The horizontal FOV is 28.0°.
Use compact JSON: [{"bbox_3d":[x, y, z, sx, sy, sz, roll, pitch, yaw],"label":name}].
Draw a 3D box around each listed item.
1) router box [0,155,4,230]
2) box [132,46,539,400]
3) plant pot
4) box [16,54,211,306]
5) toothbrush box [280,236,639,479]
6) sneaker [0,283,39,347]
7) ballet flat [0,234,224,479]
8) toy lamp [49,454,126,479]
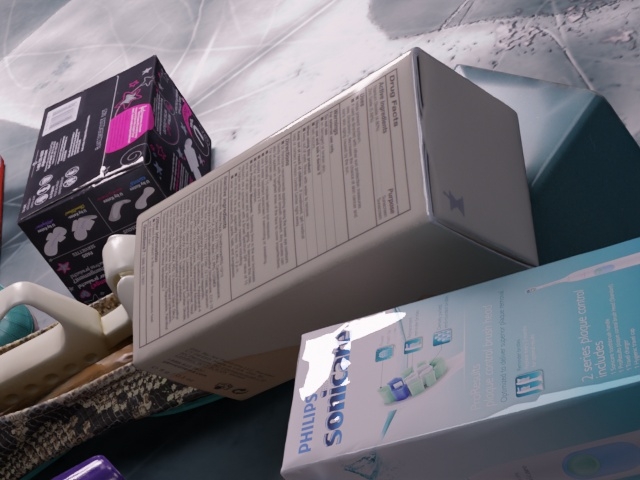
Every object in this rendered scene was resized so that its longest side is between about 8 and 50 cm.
[{"bbox_3d":[-0.578,0.014,1.660,0.335,0.082,0.301,-27,33,6],"label":"router box"},{"bbox_3d":[0.000,0.000,0.969,0.311,0.121,0.148,-26,53,38],"label":"box"},{"bbox_3d":[0.139,0.008,1.036,0.165,0.166,0.234,22,71,51],"label":"plant pot"},{"bbox_3d":[-0.223,-0.067,1.437,0.163,0.142,0.247,-24,32,12],"label":"box"},{"bbox_3d":[0.155,0.134,0.805,0.295,0.216,0.126,-16,35,20],"label":"toothbrush box"},{"bbox_3d":[-0.441,0.048,1.406,0.302,0.121,0.108,27,77,29],"label":"sneaker"},{"bbox_3d":[-0.209,0.098,1.169,0.483,0.182,0.164,-26,33,7],"label":"ballet flat"},{"bbox_3d":[-0.271,0.288,1.064,0.275,0.080,0.080,-41,34,-13],"label":"toy lamp"}]
